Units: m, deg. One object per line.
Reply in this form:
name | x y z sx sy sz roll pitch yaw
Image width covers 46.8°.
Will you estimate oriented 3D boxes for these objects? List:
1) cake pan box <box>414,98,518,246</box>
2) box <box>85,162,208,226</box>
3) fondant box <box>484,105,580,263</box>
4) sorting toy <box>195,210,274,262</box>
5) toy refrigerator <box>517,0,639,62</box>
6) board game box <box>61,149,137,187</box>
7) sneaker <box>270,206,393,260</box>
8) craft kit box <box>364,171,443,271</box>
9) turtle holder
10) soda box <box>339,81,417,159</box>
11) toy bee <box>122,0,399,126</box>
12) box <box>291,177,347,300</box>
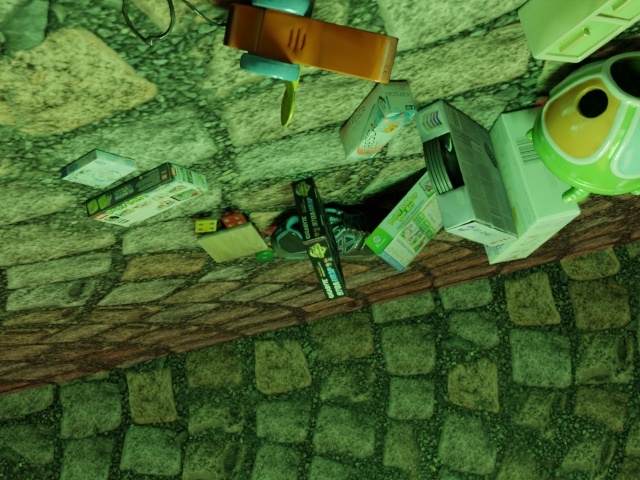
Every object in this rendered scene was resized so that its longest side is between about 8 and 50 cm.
cake pan box | 0.284 -0.122 1.427 0.070 0.245 0.267 -23 163 28
box | -0.332 -0.084 1.415 0.207 0.036 0.114 -21 163 23
fondant box | 0.421 -0.107 1.608 0.096 0.238 0.330 -13 164 -7
sorting toy | -0.209 -0.012 1.730 0.132 0.046 0.274 -16 154 8
toy refrigerator | 0.411 -0.351 1.016 0.102 0.094 0.269 -4 162 -33
board game box | -0.380 -0.122 1.272 0.090 0.020 0.090 -22 162 28
sneaker | 0.056 -0.022 1.805 0.341 0.125 0.139 -10 162 -17
craft kit box | 0.232 -0.048 1.780 0.246 0.061 0.250 -46 159 4
turtle holder | 0.561 -0.216 1.346 0.321 0.243 0.227 6 146 -5
soda box | 0.097 -0.208 1.303 0.058 0.062 0.183 -7 163 -24
toy bee | -0.051 -0.258 0.890 0.195 0.298 0.162 -56 -179 16
box | 0.000 0.000 1.603 0.051 0.175 0.220 -16 140 5
